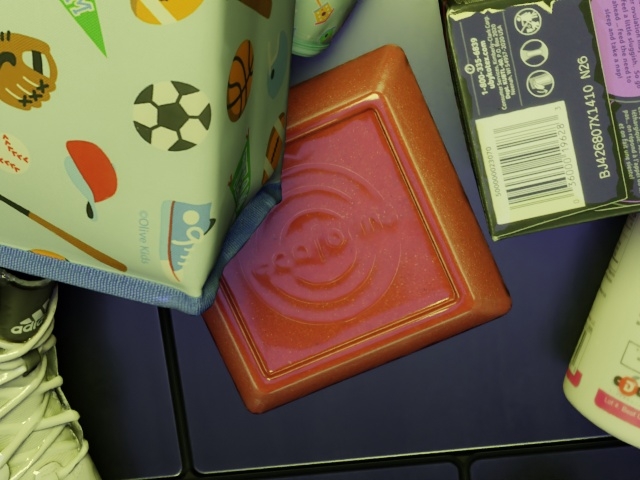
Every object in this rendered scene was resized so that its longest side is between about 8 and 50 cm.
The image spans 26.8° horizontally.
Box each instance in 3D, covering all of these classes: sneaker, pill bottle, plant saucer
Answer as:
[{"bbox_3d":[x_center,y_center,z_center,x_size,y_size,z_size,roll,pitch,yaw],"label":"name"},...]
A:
[{"bbox_3d":[-0.265,0.125,1.078,0.257,0.169,0.447,-24,101,49],"label":"sneaker"},{"bbox_3d":[0.317,0.025,1.076,0.160,0.160,0.283,19,103,0],"label":"pill bottle"},{"bbox_3d":[0.000,0.000,1.151,0.259,0.048,0.259,-23,99,8],"label":"plant saucer"}]

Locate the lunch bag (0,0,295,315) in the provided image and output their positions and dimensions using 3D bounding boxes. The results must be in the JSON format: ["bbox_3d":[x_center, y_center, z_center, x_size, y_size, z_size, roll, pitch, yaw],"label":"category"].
[{"bbox_3d":[-0.215,-0.169,0.897,0.386,0.239,0.327,11,117,12],"label":"lunch bag"}]

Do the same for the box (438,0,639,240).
[{"bbox_3d":[0.171,-0.117,0.997,0.143,0.270,0.165,-11,101,6],"label":"box"}]

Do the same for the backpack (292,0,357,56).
[{"bbox_3d":[-0.061,-0.214,1.045,0.188,0.166,0.144,27,105,2],"label":"backpack"}]
